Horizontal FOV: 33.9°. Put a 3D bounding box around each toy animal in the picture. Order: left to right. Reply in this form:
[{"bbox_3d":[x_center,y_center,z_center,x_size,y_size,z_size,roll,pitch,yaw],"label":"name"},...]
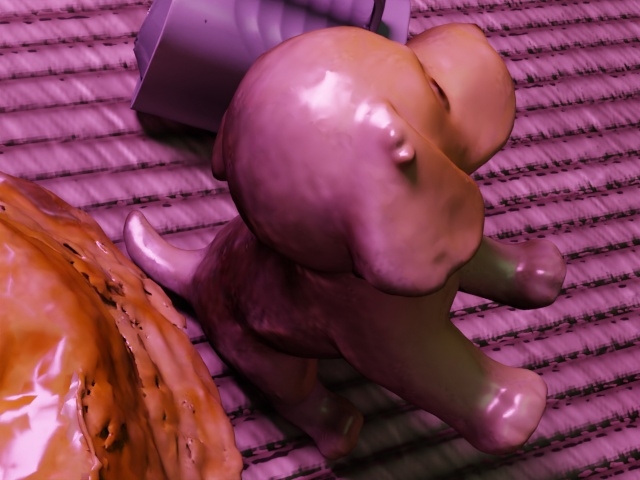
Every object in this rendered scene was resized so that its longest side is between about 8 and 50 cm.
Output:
[{"bbox_3d":[0.015,0.004,0.443,0.168,0.233,0.121,32,62,-13],"label":"toy animal"}]

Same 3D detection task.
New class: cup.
[{"bbox_3d":[-0.023,-0.111,0.541,0.129,0.128,0.095,18,57,-15],"label":"cup"}]

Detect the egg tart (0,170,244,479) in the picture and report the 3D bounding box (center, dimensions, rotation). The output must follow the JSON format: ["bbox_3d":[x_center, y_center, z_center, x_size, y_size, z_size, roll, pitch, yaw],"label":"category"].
[{"bbox_3d":[-0.177,0.088,0.379,0.341,0.129,0.341,8,63,-16],"label":"egg tart"}]
